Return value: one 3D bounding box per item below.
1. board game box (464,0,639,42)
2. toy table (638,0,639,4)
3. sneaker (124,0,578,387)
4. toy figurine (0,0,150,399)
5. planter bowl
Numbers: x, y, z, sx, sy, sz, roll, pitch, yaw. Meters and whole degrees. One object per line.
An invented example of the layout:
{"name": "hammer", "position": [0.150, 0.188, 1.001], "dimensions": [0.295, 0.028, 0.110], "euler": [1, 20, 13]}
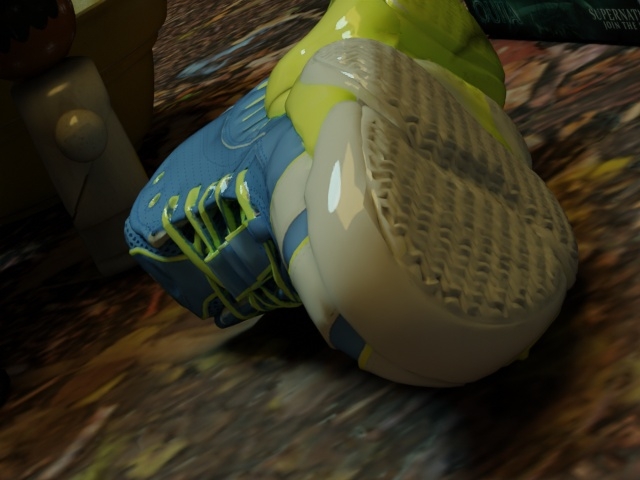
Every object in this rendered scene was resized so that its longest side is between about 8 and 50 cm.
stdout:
{"name": "board game box", "position": [0.151, -0.123, 0.684], "dimensions": [0.126, 0.026, 0.186], "euler": [-31, 17, -12]}
{"name": "toy table", "position": [0.165, -0.172, 0.513], "dimensions": [0.252, 0.161, 0.274], "euler": [-22, 23, 5]}
{"name": "sneaker", "position": [0.000, 0.000, 0.474], "dimensions": [0.126, 0.091, 0.240], "euler": [-41, 12, 18]}
{"name": "toy figurine", "position": [-0.187, -0.016, 0.660], "dimensions": [0.210, 0.148, 0.213], "euler": [-13, 20, 40]}
{"name": "planter bowl", "position": [-0.159, -0.070, 0.890], "dimensions": [0.217, 0.090, 0.217], "euler": [-25, 16, 8]}
